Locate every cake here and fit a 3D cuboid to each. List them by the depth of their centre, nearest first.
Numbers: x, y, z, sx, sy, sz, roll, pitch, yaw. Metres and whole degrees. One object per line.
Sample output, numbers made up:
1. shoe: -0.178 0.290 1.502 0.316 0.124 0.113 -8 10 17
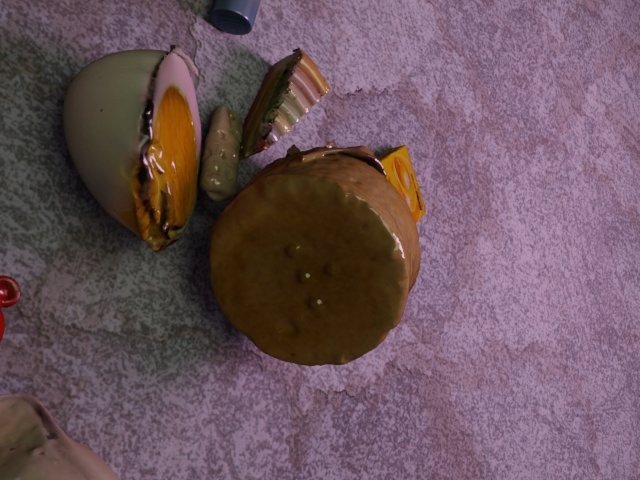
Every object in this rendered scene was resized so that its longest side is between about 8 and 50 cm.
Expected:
1. cake: 0.008 -0.001 1.206 0.332 0.332 0.321 64 22 -15
2. cake: -0.069 -0.216 1.279 0.090 0.109 0.225 38 63 -30

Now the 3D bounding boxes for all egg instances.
1. egg: -0.274 -0.133 1.066 0.264 0.174 0.286 -66 155 -72

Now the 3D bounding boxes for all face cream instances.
1. face cream: -0.123 -0.483 1.280 0.077 0.077 0.250 27 69 -34

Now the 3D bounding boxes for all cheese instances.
1. cheese: -0.160 -0.145 1.195 0.065 0.043 0.194 43 34 -36

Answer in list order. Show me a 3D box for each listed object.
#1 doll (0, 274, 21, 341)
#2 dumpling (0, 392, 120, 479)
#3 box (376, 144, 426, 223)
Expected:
1. doll: -0.503 0.165 0.861 0.363 0.160 0.182 -48 113 -32
2. dumpling: -0.378 0.395 0.906 0.316 0.233 0.395 -22 85 -35
3. box: 0.142 -0.090 1.402 0.269 0.044 0.152 -40 115 -65
